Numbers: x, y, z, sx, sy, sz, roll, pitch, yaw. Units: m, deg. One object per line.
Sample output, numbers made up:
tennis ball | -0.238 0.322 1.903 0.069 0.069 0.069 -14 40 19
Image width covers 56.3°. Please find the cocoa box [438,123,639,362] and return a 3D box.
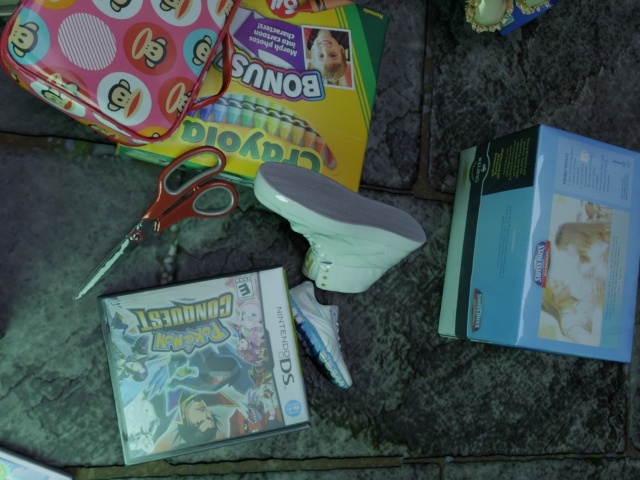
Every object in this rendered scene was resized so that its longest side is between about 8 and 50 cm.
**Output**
cocoa box | 0.371 0.013 1.016 0.231 0.228 0.347 11 83 -19

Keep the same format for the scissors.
scissors | -0.252 -0.027 0.848 0.297 0.021 0.109 -30 119 0

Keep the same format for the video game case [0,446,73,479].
video game case | -0.475 0.367 0.793 0.212 0.023 0.193 29 77 -16

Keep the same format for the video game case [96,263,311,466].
video game case | -0.167 0.179 0.882 0.274 0.035 0.248 -10 90 -8

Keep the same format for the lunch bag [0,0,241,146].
lunch bag | -0.223 -0.273 0.757 0.258 0.120 0.293 31 78 -28

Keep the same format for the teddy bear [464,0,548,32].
teddy bear | 0.268 -0.511 0.957 0.245 0.113 0.338 -37 107 12

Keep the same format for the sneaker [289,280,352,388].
sneaker | 0.009 0.148 0.962 0.083 0.071 0.191 -35 99 -24

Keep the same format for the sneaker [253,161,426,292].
sneaker | 0.000 0.000 0.901 0.292 0.169 0.108 21 38 -29

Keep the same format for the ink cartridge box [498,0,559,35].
ink cartridge box | 0.393 -0.576 1.107 0.395 0.151 0.270 -39 100 -16

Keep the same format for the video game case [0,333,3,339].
video game case | -0.485 0.029 0.694 0.061 0.244 0.270 -33 98 -20

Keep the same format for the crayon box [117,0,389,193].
crayon box | -0.097 -0.244 0.926 0.362 0.106 0.313 12 83 -19

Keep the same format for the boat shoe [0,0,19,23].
boat shoe | -0.412 -0.369 0.809 0.355 0.130 0.132 -8 85 -22

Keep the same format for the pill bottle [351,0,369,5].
pill bottle | 0.072 -0.510 0.999 0.117 0.117 0.208 28 78 -16
